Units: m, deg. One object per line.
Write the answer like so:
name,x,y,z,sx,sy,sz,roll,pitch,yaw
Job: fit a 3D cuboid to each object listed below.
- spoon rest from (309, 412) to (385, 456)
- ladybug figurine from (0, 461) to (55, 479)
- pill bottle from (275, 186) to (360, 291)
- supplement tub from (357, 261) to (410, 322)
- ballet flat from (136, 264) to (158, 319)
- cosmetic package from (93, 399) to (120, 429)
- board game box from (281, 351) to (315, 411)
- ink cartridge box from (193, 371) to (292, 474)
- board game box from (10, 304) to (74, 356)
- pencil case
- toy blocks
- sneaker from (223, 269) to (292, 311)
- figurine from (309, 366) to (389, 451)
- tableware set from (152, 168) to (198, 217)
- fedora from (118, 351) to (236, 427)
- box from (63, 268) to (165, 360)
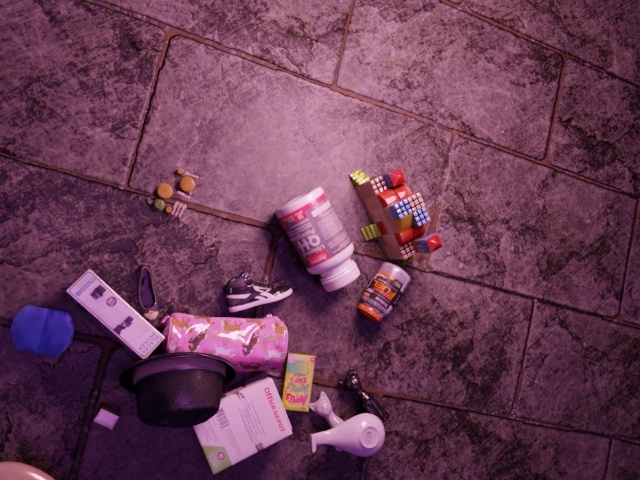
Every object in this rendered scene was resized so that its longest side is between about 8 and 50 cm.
spoon rest,0.085,0.637,1.821,0.276,0.084,0.137,3,80,-23
ladybug figurine,-0.817,0.805,1.543,0.305,0.162,0.449,-28,96,-18
pill bottle,0.000,0.000,1.838,0.176,0.176,0.318,-32,98,-17
supplement tub,0.216,0.180,1.936,0.117,0.117,0.190,38,77,-14
ballet flat,-0.534,0.160,1.719,0.057,0.049,0.173,-12,92,-18
cosmetic package,-0.623,0.508,1.643,0.060,0.115,0.041,32,79,-15
board game box,-0.074,0.467,1.858,0.092,0.043,0.181,8,85,-6
ink cartridge box,-0.253,0.568,1.765,0.273,0.115,0.198,-22,96,-18
board game box,-0.806,0.262,1.636,0.168,0.033,0.133,13,89,-13
pencil case,-0.300,0.314,1.738,0.386,0.167,0.160,4,127,-18
toy blocks,0.260,-0.086,1.884,0.191,0.261,0.381,-27,96,-17
sneaker,-0.204,0.147,1.815,0.217,0.079,0.121,-15,94,-17
figurine,0.090,0.573,1.904,0.215,0.092,0.209,-35,91,-16
tableware set,-0.460,-0.154,1.772,0.104,0.024,0.154,23,82,-13
fedora,-0.406,0.442,1.609,0.334,0.334,0.152,3,53,-18
box,-0.600,0.222,1.627,0.290,0.169,0.087,46,63,-13
